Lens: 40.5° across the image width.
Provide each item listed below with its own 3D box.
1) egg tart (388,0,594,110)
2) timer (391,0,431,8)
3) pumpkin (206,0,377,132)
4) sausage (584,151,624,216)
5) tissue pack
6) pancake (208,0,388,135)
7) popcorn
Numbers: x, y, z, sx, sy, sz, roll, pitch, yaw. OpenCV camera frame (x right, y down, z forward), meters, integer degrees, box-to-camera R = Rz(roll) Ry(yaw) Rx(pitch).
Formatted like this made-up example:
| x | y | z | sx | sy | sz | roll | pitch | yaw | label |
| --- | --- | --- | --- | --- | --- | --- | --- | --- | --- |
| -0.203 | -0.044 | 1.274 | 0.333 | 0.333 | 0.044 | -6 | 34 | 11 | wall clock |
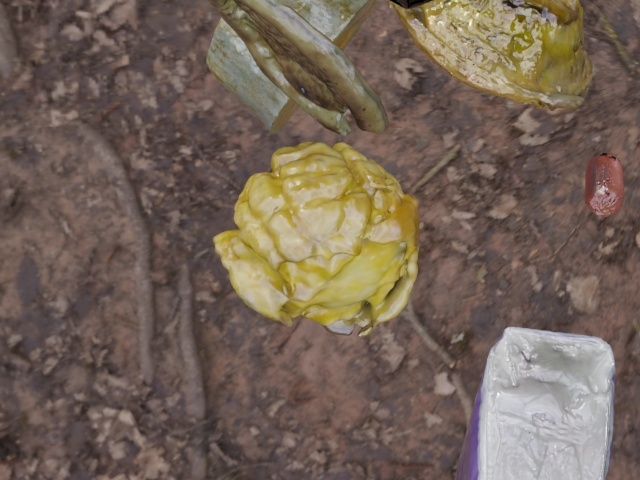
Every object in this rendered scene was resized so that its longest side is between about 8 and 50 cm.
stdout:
| x | y | z | sx | sy | sz | roll | pitch | yaw | label |
| --- | --- | --- | --- | --- | --- | --- | --- | --- | --- |
| 0.258 | -0.322 | 1.214 | 0.341 | 0.341 | 0.129 | 40 | 127 | 11 | egg tart |
| 0.053 | -0.307 | 0.760 | 0.055 | 0.144 | 0.187 | -21 | 118 | -4 | timer |
| -0.052 | -0.375 | 1.510 | 0.199 | 0.332 | 0.332 | 40 | 113 | 0 | pumpkin |
| 0.552 | -0.110 | 1.686 | 0.076 | 0.141 | 0.076 | 7 | 143 | 5 | sausage |
| 0.257 | 0.287 | 1.096 | 0.160 | 0.242 | 0.338 | 9 | 149 | 10 | tissue pack |
| -0.028 | -0.167 | 0.767 | 0.212 | 0.235 | 0.029 | 43 | 86 | -8 | pancake |
| 0.000 | 0.000 | 0.967 | 0.250 | 0.250 | 0.190 | -18 | 52 | 25 | popcorn |
